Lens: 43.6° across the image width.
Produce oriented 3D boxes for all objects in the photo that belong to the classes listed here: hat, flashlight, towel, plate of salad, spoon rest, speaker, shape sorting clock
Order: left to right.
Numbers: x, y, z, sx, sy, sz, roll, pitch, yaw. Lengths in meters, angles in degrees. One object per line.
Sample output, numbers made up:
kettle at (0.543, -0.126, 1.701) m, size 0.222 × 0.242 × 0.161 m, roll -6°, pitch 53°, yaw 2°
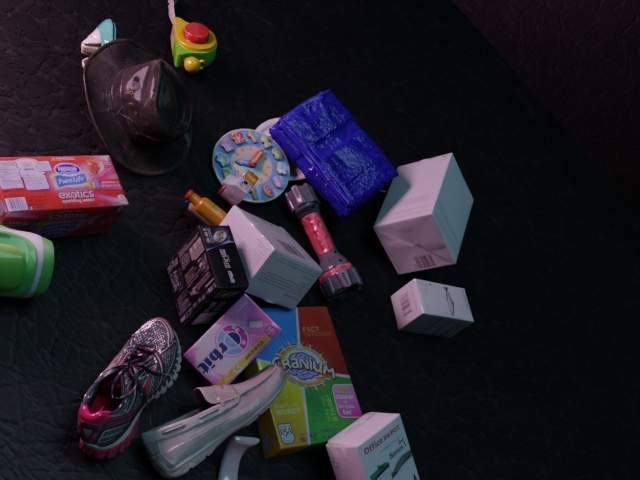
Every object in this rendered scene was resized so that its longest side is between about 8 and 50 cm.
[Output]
speaker at (-0.638, 0.029, 1.424) m, size 0.297 × 0.131 × 0.131 m, roll 11°, pitch 53°, yaw -34°
hat at (-0.382, -0.322, 1.838) m, size 0.331 × 0.134 × 0.331 m, roll 21°, pitch 62°, yaw -44°
spoon rest at (-0.158, 0.513, 1.501) m, size 0.137 × 0.084 × 0.276 m, roll 15°, pitch 64°, yaw -30°
shape sorting clock at (-0.173, -0.190, 2.013) m, size 0.206 × 0.040 × 0.206 m, roll 10°, pitch 62°, yaw -19°
plate of salad at (-0.085, -0.248, 2.114) m, size 0.200 × 0.048 × 0.199 m, roll 6°, pitch 61°, yaw -10°
flashlight at (0.000, 0.000, 1.993) m, size 0.103 × 0.103 × 0.304 m, roll -10°, pitch 67°, yaw -40°
towel at (0.042, -0.234, 2.085) m, size 0.228 × 0.076 × 0.308 m, roll -39°, pitch 90°, yaw -26°

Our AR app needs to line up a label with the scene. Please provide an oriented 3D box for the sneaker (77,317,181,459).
sneaker at (-0.344, 0.254, 1.474) m, size 0.121 × 0.112 × 0.299 m, roll 11°, pitch 43°, yaw 9°

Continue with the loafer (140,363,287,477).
loafer at (-0.197, 0.323, 1.537) m, size 0.319 × 0.112 × 0.111 m, roll -34°, pitch 94°, yaw -36°

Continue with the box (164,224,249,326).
box at (-0.241, 0.075, 1.675) m, size 0.077 × 0.180 × 0.147 m, roll -2°, pitch 60°, yaw -39°

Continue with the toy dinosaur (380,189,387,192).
toy dinosaur at (0.044, -0.243, 2.228) m, size 0.160 × 0.121 × 0.313 m, roll -1°, pitch 55°, yaw -54°

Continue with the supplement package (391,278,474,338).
supplement package at (0.292, 0.179, 2.092) m, size 0.179 × 0.105 × 0.105 m, roll 12°, pitch 52°, yaw -33°

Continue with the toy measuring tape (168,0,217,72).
toy measuring tape at (-0.340, -0.555, 2.134) m, size 0.121 × 0.121 × 0.330 m, roll 15°, pitch 42°, yaw -31°

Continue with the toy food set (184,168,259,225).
toy food set at (-0.240, -0.107, 1.867) m, size 0.104 × 0.111 × 0.232 m, roll 39°, pitch 39°, yaw -7°

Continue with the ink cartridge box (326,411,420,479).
ink cartridge box at (0.119, 0.490, 1.668) m, size 0.160 × 0.093 × 0.219 m, roll -25°, pitch 100°, yaw -47°

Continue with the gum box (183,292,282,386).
gum box at (-0.183, 0.212, 1.640) m, size 0.107 × 0.062 × 0.188 m, roll 45°, pitch 82°, yaw -2°

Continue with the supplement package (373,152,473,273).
supplement package at (0.289, -0.076, 2.193) m, size 0.175 × 0.177 × 0.293 m, roll 59°, pitch 36°, yaw -28°

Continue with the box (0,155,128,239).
box at (-0.535, -0.084, 1.597) m, size 0.257 × 0.122 × 0.128 m, roll -8°, pitch 65°, yaw -43°

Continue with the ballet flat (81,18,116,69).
ballet flat at (-0.526, -0.441, 1.912) m, size 0.087 × 0.083 × 0.247 m, roll 2°, pitch 57°, yaw -29°

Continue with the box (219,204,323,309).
box at (-0.125, 0.039, 1.763) m, size 0.181 × 0.119 × 0.182 m, roll 27°, pitch 14°, yaw -50°

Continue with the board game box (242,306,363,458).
board game box at (-0.049, 0.300, 1.749) m, size 0.242 × 0.064 × 0.316 m, roll 2°, pitch 58°, yaw -39°
